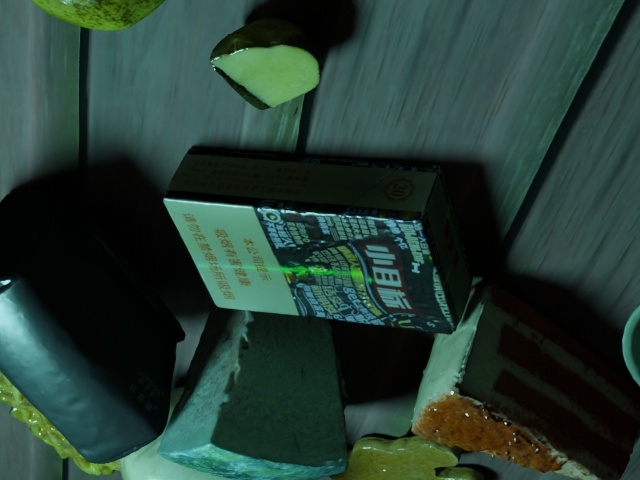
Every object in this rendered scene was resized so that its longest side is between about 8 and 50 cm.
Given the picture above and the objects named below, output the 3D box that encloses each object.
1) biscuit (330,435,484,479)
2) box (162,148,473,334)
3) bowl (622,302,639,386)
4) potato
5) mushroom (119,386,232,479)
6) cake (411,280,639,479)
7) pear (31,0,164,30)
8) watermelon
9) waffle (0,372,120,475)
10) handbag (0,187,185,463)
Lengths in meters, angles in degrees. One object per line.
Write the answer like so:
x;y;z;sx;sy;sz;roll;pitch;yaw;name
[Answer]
0.114;0.324;1.965;0.236;0.040;0.144;-8;128;38;biscuit
0.000;0.000;1.559;0.310;0.084;0.198;5;141;23;box
0.454;0.074;1.361;0.289;0.146;0.289;16;145;12;bowl
-0.040;-0.184;1.357;0.103;0.066;0.096;-12;147;32;potato
-0.174;0.345;1.961;0.254;0.260;0.234;11;124;-46;mushroom
0.228;0.190;1.626;0.262;0.158;0.160;35;147;-19;cake
-0.192;-0.287;1.199;0.197;0.197;0.197;15;144;11;pear
-0.073;0.171;1.750;0.229;0.258;0.387;3;-174;2;watermelon
-0.366;0.248;2.076;0.282;0.058;0.300;-4;129;39;waffle
-0.285;0.080;1.709;0.178;0.275;0.302;-25;119;24;handbag
